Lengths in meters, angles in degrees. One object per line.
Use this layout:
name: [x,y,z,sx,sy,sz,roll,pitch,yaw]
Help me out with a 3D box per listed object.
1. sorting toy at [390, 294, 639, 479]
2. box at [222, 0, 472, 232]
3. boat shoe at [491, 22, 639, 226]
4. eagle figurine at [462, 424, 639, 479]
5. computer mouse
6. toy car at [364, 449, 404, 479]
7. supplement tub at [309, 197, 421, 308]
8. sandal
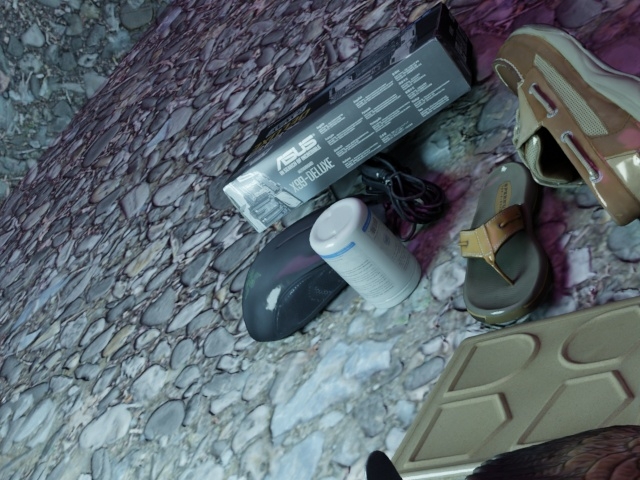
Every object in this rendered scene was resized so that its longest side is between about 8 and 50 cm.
sorting toy: [0.201,0.104,0.711,0.307,0.041,0.229,-19,15,38]
box: [0.041,-0.156,1.214,0.307,0.076,0.242,-33,14,20]
boat shoe: [0.232,-0.114,0.936,0.116,0.123,0.324,-44,27,7]
eagle figurine: [0.237,0.109,0.447,0.225,0.298,0.226,8,58,56]
computer mouse: [0.000,0.000,1.133,0.272,0.072,0.188,-44,29,1]
toy car: [0.063,0.226,0.634,0.149,0.188,0.155,-10,44,47]
supplement tub: [0.046,0.013,1.018,0.071,0.107,0.071,-32,31,22]
sandal: [0.169,-0.009,0.937,0.090,0.060,0.219,-23,35,34]
